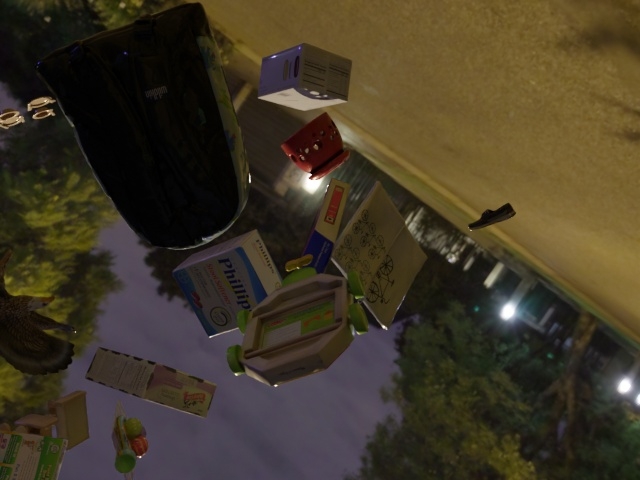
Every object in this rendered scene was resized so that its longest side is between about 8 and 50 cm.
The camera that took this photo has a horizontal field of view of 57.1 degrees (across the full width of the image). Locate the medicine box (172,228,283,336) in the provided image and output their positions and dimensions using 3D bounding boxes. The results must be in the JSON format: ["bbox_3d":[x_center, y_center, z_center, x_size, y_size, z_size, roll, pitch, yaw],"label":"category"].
[{"bbox_3d":[-0.292,0.144,1.956,0.264,0.289,0.149,64,-155,-13],"label":"medicine box"}]

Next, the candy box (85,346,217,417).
[{"bbox_3d":[-0.333,0.280,1.161,0.196,0.070,0.165,3,156,38],"label":"candy box"}]

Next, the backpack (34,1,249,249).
[{"bbox_3d":[-0.252,-0.164,0.998,0.273,0.290,0.356,-74,-38,-85],"label":"backpack"}]

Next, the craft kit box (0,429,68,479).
[{"bbox_3d":[-0.816,0.623,1.520,0.246,0.250,0.061,9,156,-2],"label":"craft kit box"}]

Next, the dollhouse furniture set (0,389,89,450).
[{"bbox_3d":[-0.907,0.589,1.968,0.241,0.161,0.212,0,-173,21],"label":"dollhouse furniture set"}]

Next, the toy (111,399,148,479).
[{"bbox_3d":[-0.429,0.458,1.349,0.237,0.056,0.137,-155,49,-77],"label":"toy"}]

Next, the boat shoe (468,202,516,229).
[{"bbox_3d":[0.521,-0.074,1.808,0.056,0.152,0.049,-31,-82,-59],"label":"boat shoe"}]

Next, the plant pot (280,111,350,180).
[{"bbox_3d":[-0.010,-0.304,1.961,0.174,0.191,0.191,55,-179,-5],"label":"plant pot"}]

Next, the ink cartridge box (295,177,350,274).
[{"bbox_3d":[0.000,0.000,1.477,0.069,0.176,0.371,21,-148,-5],"label":"ink cartridge box"}]

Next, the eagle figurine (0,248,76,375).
[{"bbox_3d":[-0.789,0.205,1.558,0.225,0.226,0.298,1,124,30],"label":"eagle figurine"}]

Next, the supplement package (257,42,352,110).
[{"bbox_3d":[-0.057,-0.546,1.994,0.204,0.145,0.261,7,179,-36],"label":"supplement package"}]

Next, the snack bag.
[{"bbox_3d":[0.184,0.050,1.737,0.037,0.323,0.343,-5,130,44],"label":"snack bag"}]

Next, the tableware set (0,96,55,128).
[{"bbox_3d":[-0.788,-0.339,1.574,0.020,0.168,0.141,66,164,-3],"label":"tableware set"}]

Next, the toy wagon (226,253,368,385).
[{"bbox_3d":[-0.039,0.142,1.171,0.344,0.267,0.068,-86,-26,-63],"label":"toy wagon"}]
